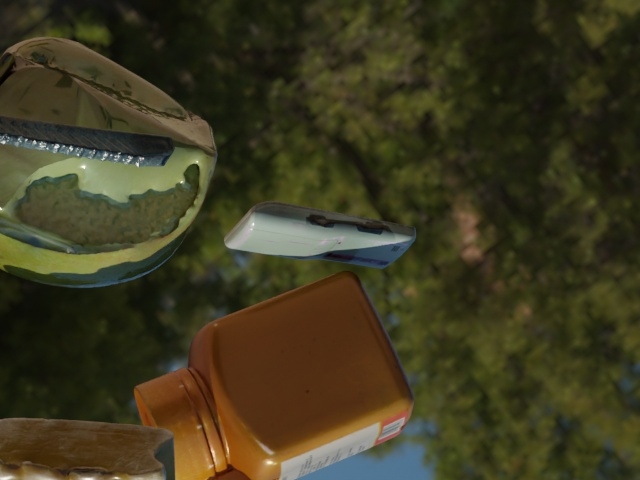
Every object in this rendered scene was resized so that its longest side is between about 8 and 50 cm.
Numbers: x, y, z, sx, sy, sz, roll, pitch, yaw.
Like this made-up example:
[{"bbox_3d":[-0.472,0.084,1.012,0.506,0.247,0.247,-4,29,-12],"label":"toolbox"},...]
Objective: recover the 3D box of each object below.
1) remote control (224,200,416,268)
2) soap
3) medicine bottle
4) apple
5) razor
[{"bbox_3d":[0.000,0.000,1.557,0.065,0.166,0.029,-45,-137,48],"label":"remote control"},{"bbox_3d":[-0.177,0.249,1.304,0.140,0.232,0.073,4,-156,6],"label":"soap"},{"bbox_3d":[-0.045,0.136,1.565,0.222,0.149,0.112,-21,162,-13],"label":"medicine bottle"},{"bbox_3d":[-0.187,-0.054,1.333,0.174,0.188,0.207,-52,-166,31],"label":"apple"},{"bbox_3d":[-0.174,-0.065,1.113,0.190,0.033,0.066,2,138,-40],"label":"razor"}]
